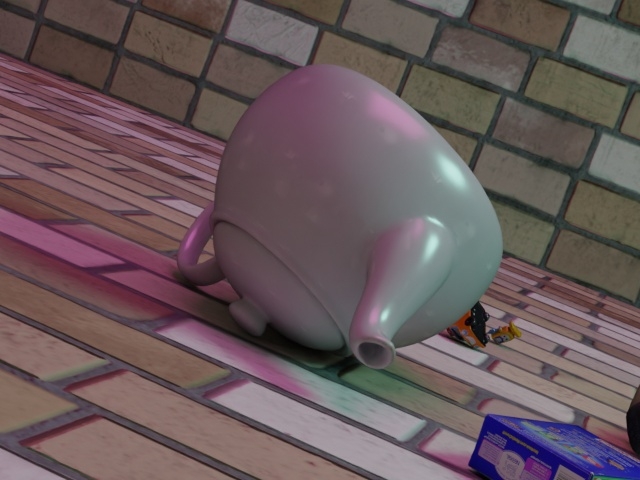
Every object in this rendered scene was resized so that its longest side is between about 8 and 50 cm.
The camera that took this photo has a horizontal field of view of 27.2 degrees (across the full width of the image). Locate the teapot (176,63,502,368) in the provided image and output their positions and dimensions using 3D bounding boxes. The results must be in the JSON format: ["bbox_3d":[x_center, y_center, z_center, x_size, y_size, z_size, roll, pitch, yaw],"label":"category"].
[{"bbox_3d":[0.000,0.000,1.028,0.252,0.187,0.256,42,-14,15],"label":"teapot"}]

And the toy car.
[{"bbox_3d":[0.169,0.101,1.377,0.040,0.060,0.122,-23,-37,25],"label":"toy car"}]

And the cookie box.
[{"bbox_3d":[0.165,0.152,0.857,0.107,0.040,0.092,14,9,-44],"label":"cookie box"}]

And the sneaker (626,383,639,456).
[{"bbox_3d":[0.324,0.162,1.072,0.182,0.158,0.410,-13,-15,37],"label":"sneaker"}]
